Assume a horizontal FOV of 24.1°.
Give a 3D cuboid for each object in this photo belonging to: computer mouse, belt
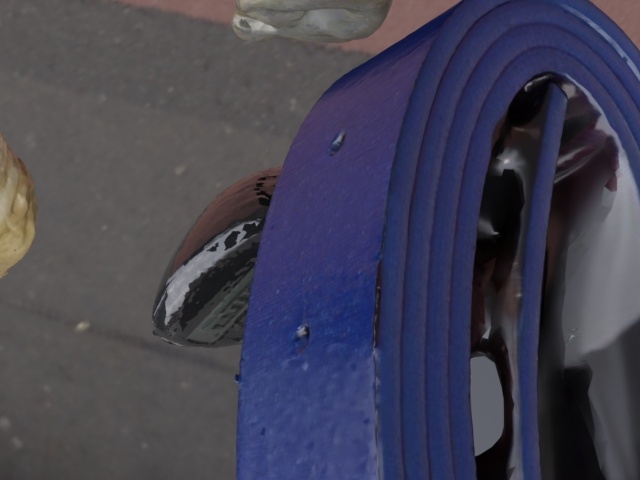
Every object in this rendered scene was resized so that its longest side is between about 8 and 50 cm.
[{"bbox_3d":[0.000,0.000,0.906,0.147,0.264,0.088,-42,59,25],"label":"computer mouse"},{"bbox_3d":[0.078,0.057,0.676,0.212,0.346,0.117,19,152,-31],"label":"belt"}]

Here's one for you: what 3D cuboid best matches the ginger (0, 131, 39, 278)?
[{"bbox_3d":[-0.172,-0.043,0.633,0.095,0.069,0.190,35,159,16],"label":"ginger"}]

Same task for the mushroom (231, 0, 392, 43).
[{"bbox_3d":[0.032,-0.286,0.941,0.314,0.314,0.336,1,76,31],"label":"mushroom"}]

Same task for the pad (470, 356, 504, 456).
[{"bbox_3d":[0.129,0.145,0.957,0.202,0.300,0.005,56,172,-17],"label":"pad"}]
